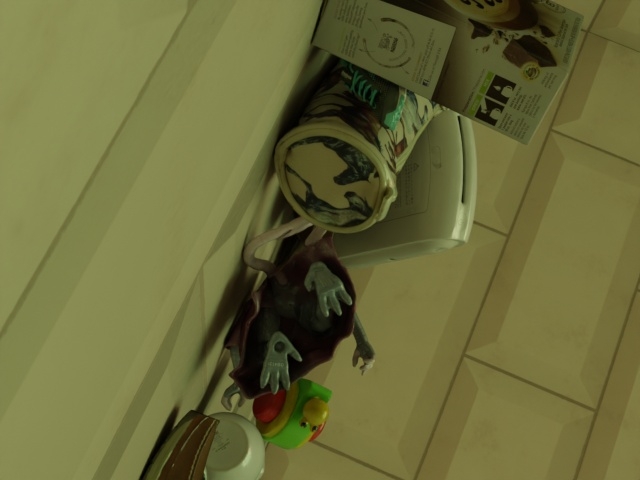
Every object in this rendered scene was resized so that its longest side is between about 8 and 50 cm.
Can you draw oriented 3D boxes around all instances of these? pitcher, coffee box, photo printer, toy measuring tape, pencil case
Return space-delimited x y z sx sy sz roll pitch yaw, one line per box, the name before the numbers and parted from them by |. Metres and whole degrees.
pitcher | -0.171 0.360 1.757 0.177 0.125 0.207 -35 163 -14
coffee box | 0.160 -0.262 1.380 0.168 0.297 0.119 -62 176 -51
photo printer | 0.138 -0.095 1.838 0.307 0.107 0.256 -15 -108 54
toy measuring tape | -0.079 0.275 1.837 0.330 0.121 0.121 1 -115 62
pencil case | 0.073 -0.164 1.552 0.410 0.183 0.160 -59 159 -54

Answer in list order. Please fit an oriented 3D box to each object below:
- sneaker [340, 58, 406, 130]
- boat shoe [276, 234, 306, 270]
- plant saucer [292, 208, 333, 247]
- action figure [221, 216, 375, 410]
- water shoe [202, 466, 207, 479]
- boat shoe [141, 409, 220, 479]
sneaker | 0.062 -0.196 1.408 0.166 0.076 0.065 -101 -158 -52
boat shoe | 0.000 0.000 2.039 0.110 0.122 0.341 -27 -171 25
plant saucer | -0.012 -0.061 1.656 0.168 0.029 0.169 -179 -90 -73
action figure | -0.069 0.109 1.661 0.370 0.248 0.276 -146 -144 -83
water shoe | -0.222 0.386 1.663 0.080 0.072 0.203 -110 -146 -56
boat shoe | -0.200 0.392 1.491 0.122 0.119 0.324 80 33 -81
